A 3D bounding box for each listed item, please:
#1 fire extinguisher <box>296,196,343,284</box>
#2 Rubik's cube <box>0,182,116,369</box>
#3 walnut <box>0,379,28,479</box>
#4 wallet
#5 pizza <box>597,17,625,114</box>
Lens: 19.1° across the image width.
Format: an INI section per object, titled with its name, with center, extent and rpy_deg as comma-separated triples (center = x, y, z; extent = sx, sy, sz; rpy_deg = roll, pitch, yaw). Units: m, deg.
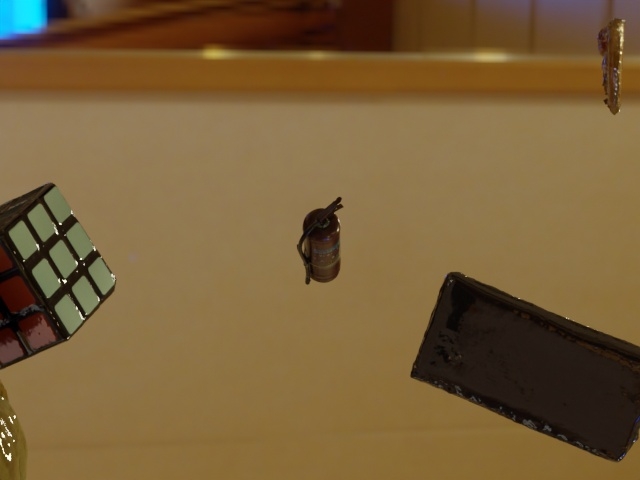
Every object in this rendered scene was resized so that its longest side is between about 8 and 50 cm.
[fire extinguisher]
center = 0.000, 0.000, 1.852
extent = 0.039, 0.056, 0.132
rpy_deg = 48, -14, 18
[Rubik's cube]
center = -0.369, 0.050, 2.286
extent = 0.163, 0.160, 0.162
rpy_deg = 59, 27, -15
[walnut]
center = -0.367, 0.218, 1.624
extent = 0.227, 0.283, 0.283
rpy_deg = 35, -48, 34
[wallet]
center = 0.256, 0.151, 2.267
extent = 0.030, 0.285, 0.146
rpy_deg = -21, 132, -72
[pizza]
center = 0.297, -0.178, 1.951
extent = 0.100, 0.029, 0.099
rpy_deg = -27, 119, -79
